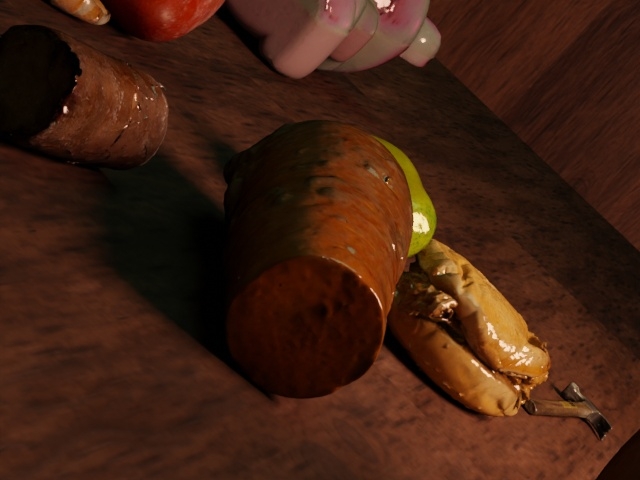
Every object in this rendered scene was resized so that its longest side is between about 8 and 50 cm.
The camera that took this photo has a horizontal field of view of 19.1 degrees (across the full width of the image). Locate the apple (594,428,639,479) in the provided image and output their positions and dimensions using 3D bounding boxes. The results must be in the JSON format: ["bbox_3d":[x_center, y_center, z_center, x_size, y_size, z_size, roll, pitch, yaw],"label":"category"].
[{"bbox_3d":[0.273,0.227,1.067,0.345,0.269,0.345,59,12,-20],"label":"apple"}]

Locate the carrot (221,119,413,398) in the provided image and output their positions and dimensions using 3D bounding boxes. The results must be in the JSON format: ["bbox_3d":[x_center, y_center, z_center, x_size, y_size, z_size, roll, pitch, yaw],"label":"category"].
[{"bbox_3d":[0.000,0.000,1.254,0.138,0.139,0.302,40,14,-15],"label":"carrot"}]

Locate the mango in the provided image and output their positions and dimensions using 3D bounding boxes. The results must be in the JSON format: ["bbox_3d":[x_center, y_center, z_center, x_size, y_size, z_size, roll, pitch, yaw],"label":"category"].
[{"bbox_3d":[0.024,-0.035,1.503,0.117,0.089,0.163,6,16,-13],"label":"mango"}]

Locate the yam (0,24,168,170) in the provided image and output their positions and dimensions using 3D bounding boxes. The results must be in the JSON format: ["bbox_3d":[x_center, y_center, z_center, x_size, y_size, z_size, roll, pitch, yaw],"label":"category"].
[{"bbox_3d":[-0.153,-0.088,1.192,0.079,0.079,0.141,47,11,20],"label":"yam"}]

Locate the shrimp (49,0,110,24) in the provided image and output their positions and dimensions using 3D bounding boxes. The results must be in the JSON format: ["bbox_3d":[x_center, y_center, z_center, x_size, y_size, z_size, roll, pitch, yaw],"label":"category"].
[{"bbox_3d":[-0.246,-0.247,1.537,0.195,0.035,0.148,39,13,-52],"label":"shrimp"}]

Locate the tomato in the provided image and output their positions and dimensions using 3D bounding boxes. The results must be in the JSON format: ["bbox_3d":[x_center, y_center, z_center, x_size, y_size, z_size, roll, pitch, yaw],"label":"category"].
[{"bbox_3d":[-0.155,-0.224,1.637,0.139,0.091,0.159,37,19,8],"label":"tomato"}]

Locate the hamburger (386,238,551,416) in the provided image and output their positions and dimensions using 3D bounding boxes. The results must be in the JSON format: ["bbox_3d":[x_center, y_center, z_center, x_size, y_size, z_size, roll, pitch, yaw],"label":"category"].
[{"bbox_3d":[0.112,0.070,1.487,0.147,0.083,0.138,39,8,-23],"label":"hamburger"}]

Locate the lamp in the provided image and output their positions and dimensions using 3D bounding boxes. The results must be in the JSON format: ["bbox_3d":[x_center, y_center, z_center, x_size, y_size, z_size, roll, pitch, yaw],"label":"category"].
[{"bbox_3d":[0.017,-0.309,2.148,0.247,0.247,0.301,43,19,15],"label":"lamp"}]

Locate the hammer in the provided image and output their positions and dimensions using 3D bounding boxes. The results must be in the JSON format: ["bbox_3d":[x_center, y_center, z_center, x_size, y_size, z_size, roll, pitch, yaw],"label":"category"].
[{"bbox_3d":[0.218,0.152,1.700,0.062,0.017,0.182,47,14,21],"label":"hammer"}]
